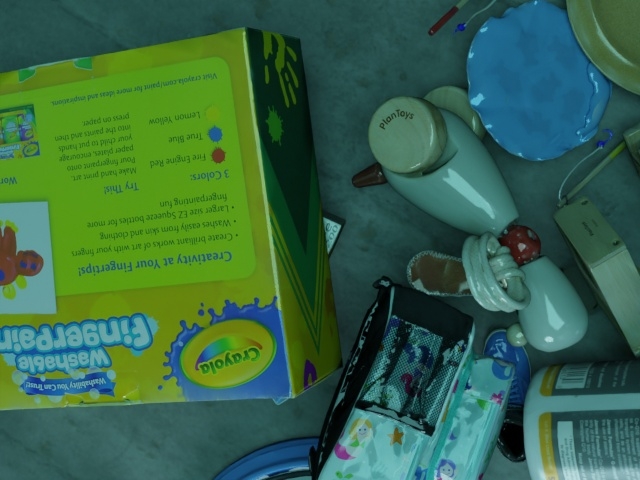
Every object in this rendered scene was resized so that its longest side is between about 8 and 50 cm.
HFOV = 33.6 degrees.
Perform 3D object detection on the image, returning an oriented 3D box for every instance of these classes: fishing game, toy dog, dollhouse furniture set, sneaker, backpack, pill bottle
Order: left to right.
[{"bbox_3d":[0.091,0.195,1.135,0.191,0.225,0.253,27,83,8],"label":"backpack"},{"bbox_3d":[0.143,-0.016,1.172,0.161,0.220,0.333,-37,57,33],"label":"toy dog"},{"bbox_3d":[0.221,0.181,1.232,0.058,0.084,0.152,-4,94,5],"label":"sneaker"},{"bbox_3d":[0.244,-0.182,1.205,0.189,0.041,0.264,-46,102,-16],"label":"fishing game"},{"bbox_3d":[0.372,0.206,1.140,0.278,0.162,0.162,-7,94,28],"label":"pill bottle"},{"bbox_3d":[0.402,-0.011,1.152,0.242,0.212,0.161,-31,128,7],"label":"dollhouse furniture set"}]

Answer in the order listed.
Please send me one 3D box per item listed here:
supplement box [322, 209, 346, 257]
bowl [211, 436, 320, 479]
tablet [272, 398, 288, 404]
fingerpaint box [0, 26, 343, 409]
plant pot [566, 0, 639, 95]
[{"bbox_3d":[0.000,0.000,1.231,0.036,0.098,0.062,24,97,3],"label":"supplement box"},{"bbox_3d":[0.003,0.434,1.276,0.391,0.077,0.391,0,95,5],"label":"bowl"},{"bbox_3d":[-0.033,0.157,1.293,0.083,0.006,0.054,-33,91,8],"label":"tablet"},{"bbox_3d":[-0.224,-0.012,1.172,0.445,0.163,0.371,-7,94,21],"label":"fingerpaint box"},{"bbox_3d":[0.381,-0.266,1.136,0.236,0.032,0.236,17,124,27],"label":"plant pot"}]
